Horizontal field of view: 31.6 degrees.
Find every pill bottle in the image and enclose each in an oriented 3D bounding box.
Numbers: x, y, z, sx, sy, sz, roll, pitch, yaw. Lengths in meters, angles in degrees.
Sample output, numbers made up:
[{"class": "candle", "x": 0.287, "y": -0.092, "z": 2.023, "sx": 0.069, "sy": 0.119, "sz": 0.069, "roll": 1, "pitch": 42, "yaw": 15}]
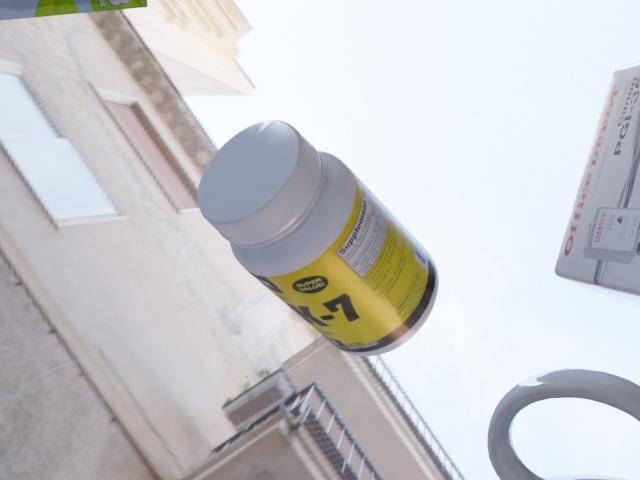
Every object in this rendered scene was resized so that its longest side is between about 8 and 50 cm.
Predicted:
[{"class": "pill bottle", "x": 0.000, "y": 0.000, "z": 0.934, "sx": 0.119, "sy": 0.119, "sz": 0.208, "roll": -41, "pitch": -49, "yaw": 6}]

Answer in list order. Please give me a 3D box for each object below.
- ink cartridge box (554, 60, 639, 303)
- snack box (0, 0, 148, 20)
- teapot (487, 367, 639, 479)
[{"class": "ink cartridge box", "x": 0.307, "y": -0.040, "z": 0.902, "sx": 0.117, "sy": 0.283, "sz": 0.207, "roll": 17, "pitch": -90, "yaw": -8}, {"class": "snack box", "x": -0.184, "y": -0.218, "z": 0.571, "sx": 0.174, "sy": 0.070, "sz": 0.207, "roll": -6, "pitch": -56, "yaw": -8}, {"class": "teapot", "x": 0.120, "y": 0.228, "z": 0.661, "sx": 0.187, "sy": 0.252, "sz": 0.256, "roll": 31, "pitch": -107, "yaw": 12}]
